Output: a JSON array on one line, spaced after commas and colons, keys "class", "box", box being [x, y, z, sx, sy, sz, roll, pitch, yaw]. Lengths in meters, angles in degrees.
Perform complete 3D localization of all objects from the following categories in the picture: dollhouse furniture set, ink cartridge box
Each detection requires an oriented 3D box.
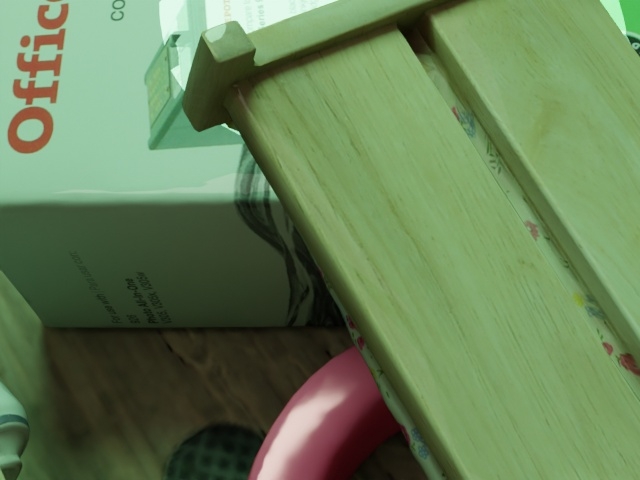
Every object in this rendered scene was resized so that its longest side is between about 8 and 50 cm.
[{"class": "dollhouse furniture set", "box": [0.000, 0.000, 0.428, 0.355, 0.174, 0.303, -23, 74, -23]}, {"class": "ink cartridge box", "box": [0.016, -0.080, 0.541, 0.289, 0.121, 0.211, -2, 64, 6]}]

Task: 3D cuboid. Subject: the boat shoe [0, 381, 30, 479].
[{"class": "boat shoe", "box": [-0.185, 0.166, 0.473, 0.084, 0.095, 0.258, 38, 84, 18]}]

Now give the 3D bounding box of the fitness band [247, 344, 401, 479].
[{"class": "fitness band", "box": [0.075, 0.147, 0.428, 0.209, 0.054, 0.291, -3, 51, -1]}]
